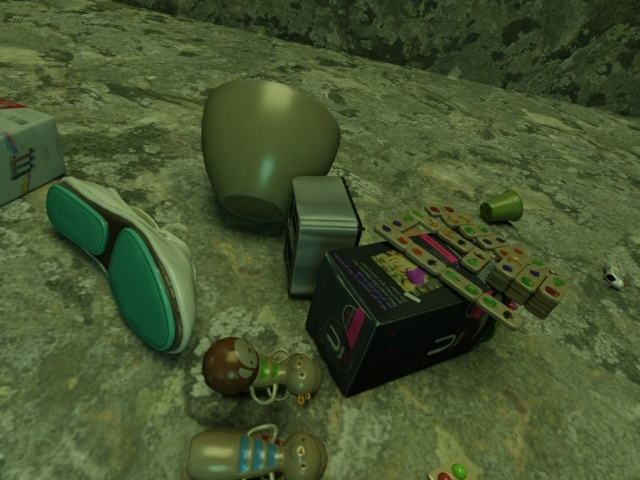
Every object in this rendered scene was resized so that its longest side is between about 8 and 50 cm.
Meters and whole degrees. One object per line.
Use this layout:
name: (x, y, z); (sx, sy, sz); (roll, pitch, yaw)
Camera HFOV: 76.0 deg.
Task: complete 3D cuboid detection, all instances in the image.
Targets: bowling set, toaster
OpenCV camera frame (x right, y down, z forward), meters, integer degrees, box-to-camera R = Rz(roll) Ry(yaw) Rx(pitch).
bowling set: (-0.052, 0.196, 0.430); (0.154, 0.200, 0.287); (8, 41, -10)
toaster: (0.000, 0.000, 0.716); (0.110, 0.168, 0.186); (1, 38, -12)

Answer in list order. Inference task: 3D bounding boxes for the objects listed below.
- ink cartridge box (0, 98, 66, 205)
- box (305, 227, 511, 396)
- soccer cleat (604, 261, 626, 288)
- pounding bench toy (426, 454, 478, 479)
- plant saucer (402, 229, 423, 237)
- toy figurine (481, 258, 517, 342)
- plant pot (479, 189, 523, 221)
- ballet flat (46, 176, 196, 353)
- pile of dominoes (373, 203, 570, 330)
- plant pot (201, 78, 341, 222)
ink cartridge box: (-0.603, -0.163, 0.761); (0.128, 0.128, 0.176); (21, 37, 8)
box: (0.136, 0.099, 0.629); (0.270, 0.165, 0.143); (-9, 43, -27)
soccer cleat: (0.668, 0.077, 0.940); (0.035, 0.029, 0.083); (17, 42, -3)
pounding bench toy: (0.162, 0.289, 0.477); (0.083, 0.065, 0.052); (-12, 44, -30)
plant saucer: (0.204, -0.001, 0.904); (0.083, 0.013, 0.084); (9, 37, -7)
toy figurine: (0.318, 0.092, 0.759); (0.159, 0.130, 0.173); (-1, 61, -33)
plant pot: (0.453, -0.080, 1.042); (0.079, 0.083, 0.083); (-14, 44, -13)
ballet flat: (-0.288, 0.013, 0.654); (0.400, 0.139, 0.139); (36, 42, 27)
pile of dominoes: (0.233, 0.010, 0.605); (0.251, 0.040, 0.195); (39, 42, 26)
plant pot: (-0.114, -0.147, 0.820); (0.283, 0.284, 0.191); (12, 72, -3)
